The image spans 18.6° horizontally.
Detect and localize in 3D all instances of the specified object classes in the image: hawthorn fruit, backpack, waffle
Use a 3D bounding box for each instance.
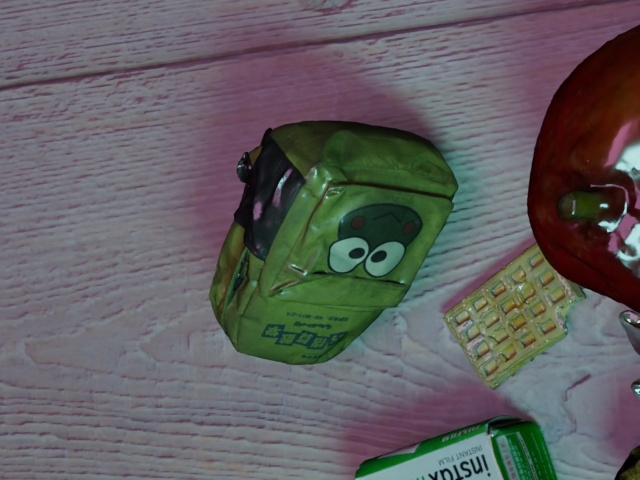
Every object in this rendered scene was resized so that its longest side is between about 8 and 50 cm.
[{"bbox_3d":[0.289,-0.055,1.601,0.265,0.307,0.265,5,99,38],"label":"hawthorn fruit"},{"bbox_3d":[0.000,0.000,1.845,0.253,0.207,0.140,-62,41,28],"label":"backpack"},{"bbox_3d":[0.185,0.069,1.835,0.135,0.021,0.092,-39,71,28],"label":"waffle"}]

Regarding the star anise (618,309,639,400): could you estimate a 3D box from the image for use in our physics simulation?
[{"bbox_3d":[0.341,0.119,1.668,0.208,0.172,0.063,34,136,27],"label":"star anise"}]

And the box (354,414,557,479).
[{"bbox_3d":[0.147,0.298,1.819,0.180,0.103,0.250,-25,79,29],"label":"box"}]

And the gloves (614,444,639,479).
[{"bbox_3d":[0.404,0.274,1.619,0.356,0.203,0.155,31,126,39],"label":"gloves"}]
